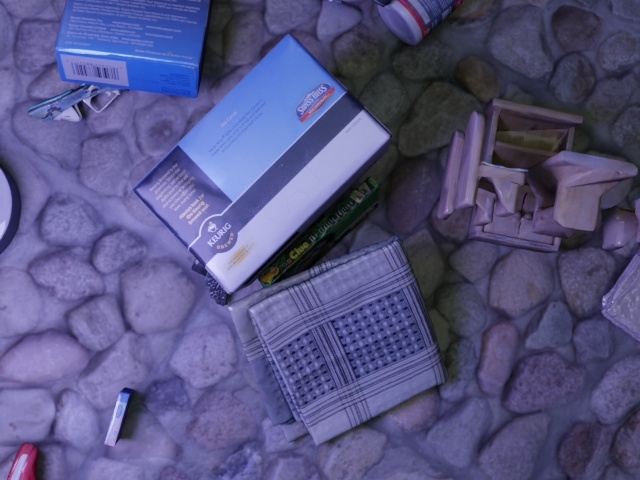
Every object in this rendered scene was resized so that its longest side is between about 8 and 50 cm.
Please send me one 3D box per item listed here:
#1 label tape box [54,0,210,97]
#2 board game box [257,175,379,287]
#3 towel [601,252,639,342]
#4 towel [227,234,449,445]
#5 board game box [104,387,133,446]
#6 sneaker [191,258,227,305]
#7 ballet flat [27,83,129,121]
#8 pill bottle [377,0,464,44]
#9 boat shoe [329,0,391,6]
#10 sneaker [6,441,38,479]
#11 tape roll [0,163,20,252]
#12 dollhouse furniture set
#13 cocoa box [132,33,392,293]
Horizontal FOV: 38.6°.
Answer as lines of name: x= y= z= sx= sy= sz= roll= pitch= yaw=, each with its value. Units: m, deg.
label tape box: x=-0.310 y=-0.428 z=1.601 sx=0.240 sy=0.106 sz=0.334 roll=7 pitch=66 yaw=-4
board game box: x=0.000 y=0.000 z=1.590 sx=0.259 sy=0.136 sz=0.030 roll=-42 pitch=76 yaw=-7
towel: x=0.670 y=0.138 z=1.682 sx=0.282 sy=0.049 sz=0.187 roll=38 pitch=84 yaw=-2
towel: x=0.036 y=0.182 z=1.554 sx=0.324 sy=0.056 sz=0.312 roll=-23 pitch=116 yaw=-4
board game box: x=-0.343 y=0.300 z=1.559 sx=0.020 sy=0.090 sz=0.090 roll=15 pitch=84 yaw=-5
sneaker: x=-0.165 y=0.024 z=1.620 sx=0.089 sy=0.051 sz=0.170 roll=31 pitch=88 yaw=-2
ballet flat: x=-0.422 y=-0.247 z=1.613 sx=0.188 sy=0.070 sz=0.070 roll=-28 pitch=88 yaw=-3
pill bottle: x=0.202 y=-0.452 z=1.658 sx=0.180 sy=0.108 sz=0.108 roll=-43 pitch=90 yaw=-6
boat shoe: x=0.019 y=-0.471 z=1.628 sx=0.254 sy=0.095 sz=0.079 roll=34 pitch=101 yaw=18
sneaker: x=-0.476 y=0.457 z=1.551 sx=0.128 sy=0.087 sz=0.221 roll=14 pitch=97 yaw=-12
tape roll: x=-0.635 y=-0.057 z=1.573 sx=0.219 sy=0.072 sz=0.219 roll=0 pitch=85 yaw=-6
dollhouse furniture set: x=0.386 y=-0.129 z=1.504 sx=0.362 sy=0.394 sz=0.257 roll=10 pitch=84 yaw=-4
cocoa box: x=-0.086 y=-0.118 z=1.474 sx=0.347 sy=0.231 sz=0.228 roll=-44 pitch=88 yaw=3
